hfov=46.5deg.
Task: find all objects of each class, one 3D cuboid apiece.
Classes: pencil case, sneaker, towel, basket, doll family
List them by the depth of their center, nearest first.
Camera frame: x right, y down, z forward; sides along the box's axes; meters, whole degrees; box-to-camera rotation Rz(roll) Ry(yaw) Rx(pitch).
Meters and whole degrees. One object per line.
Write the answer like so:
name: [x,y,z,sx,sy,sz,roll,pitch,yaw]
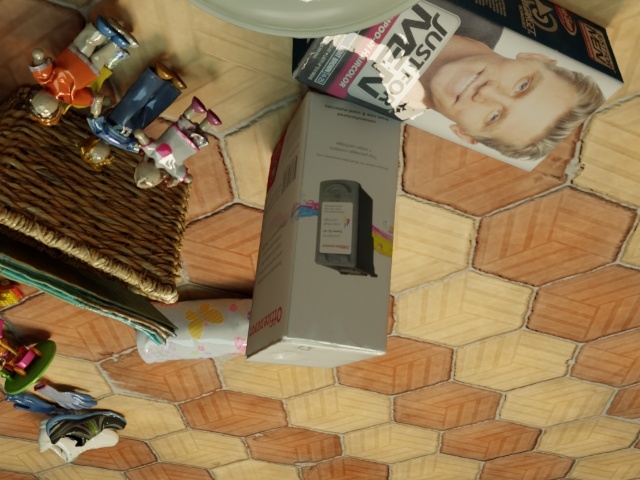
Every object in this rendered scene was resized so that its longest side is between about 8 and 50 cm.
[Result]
doll family: [-0.261,-0.168,0.933,0.163,0.118,0.263,-43,135,8]
basket: [-0.360,-0.021,1.043,0.214,0.223,0.299,-31,134,34]
towel: [-0.420,0.042,1.143,0.370,0.040,0.271,31,177,-35]
pencil case: [-0.203,0.167,1.380,0.273,0.113,0.124,-5,151,7]
sneaker: [-0.554,0.450,1.767,0.188,0.078,0.067,3,151,-36]
sneaker: [-0.596,0.499,1.826,0.080,0.094,0.212,-27,144,36]

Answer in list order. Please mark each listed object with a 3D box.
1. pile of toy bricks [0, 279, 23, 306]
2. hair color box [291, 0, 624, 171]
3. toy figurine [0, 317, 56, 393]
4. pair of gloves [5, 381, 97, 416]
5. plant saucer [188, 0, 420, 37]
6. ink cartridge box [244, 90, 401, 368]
pile of toy bricks: [-0.653,0.114,1.318,0.212,0.105,0.118,-7,142,9]
hair color box: [0.158,-0.219,0.875,0.347,0.105,0.174,16,140,-21]
toy figurine: [-0.632,0.200,1.456,0.173,0.130,0.159,-2,136,45]
pair of gloves: [-0.625,0.371,1.725,0.198,0.023,0.159,-20,140,31]
plant saucer: [-0.031,-0.347,0.620,0.401,0.100,0.400,5,128,7]
ink cartridge box: [0.000,0.000,0.957,0.131,0.306,0.226,9,164,-15]
